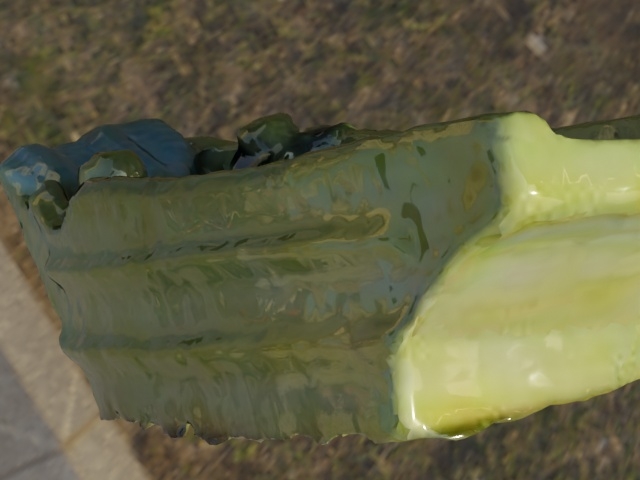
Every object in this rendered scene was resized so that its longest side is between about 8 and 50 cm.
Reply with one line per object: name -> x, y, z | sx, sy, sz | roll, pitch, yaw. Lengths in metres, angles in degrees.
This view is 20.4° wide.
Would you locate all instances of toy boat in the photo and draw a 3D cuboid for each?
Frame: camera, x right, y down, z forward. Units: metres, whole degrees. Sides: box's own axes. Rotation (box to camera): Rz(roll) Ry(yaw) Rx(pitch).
toy boat -> 0.000, 0.006, 0.478 | 0.276, 0.111, 0.084 | 2, 100, 58
